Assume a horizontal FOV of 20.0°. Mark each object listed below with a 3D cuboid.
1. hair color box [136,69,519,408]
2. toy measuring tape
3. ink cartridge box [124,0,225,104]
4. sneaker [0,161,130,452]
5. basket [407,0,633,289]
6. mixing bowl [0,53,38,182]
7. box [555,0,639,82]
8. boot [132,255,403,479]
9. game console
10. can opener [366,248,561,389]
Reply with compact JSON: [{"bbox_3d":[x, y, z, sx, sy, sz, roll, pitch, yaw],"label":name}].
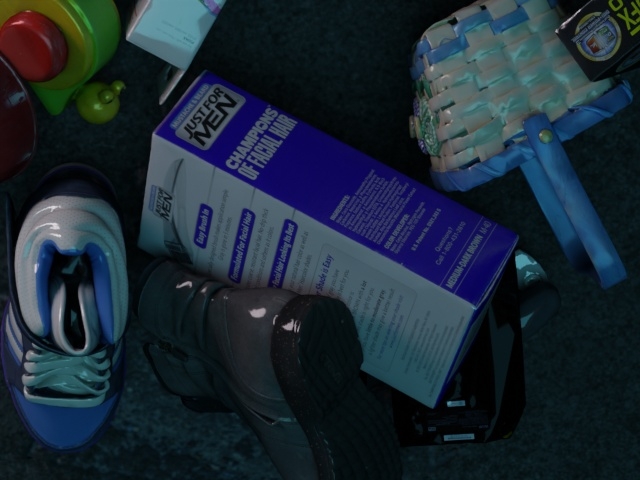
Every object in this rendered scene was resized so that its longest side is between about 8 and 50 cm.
[{"bbox_3d":[0.000,0.000,1.715,0.339,0.110,0.185,27,144,8],"label":"hair color box"},{"bbox_3d":[-0.281,-0.252,1.697,0.121,0.121,0.330,-32,104,7],"label":"toy measuring tape"},{"bbox_3d":[-0.129,-0.237,1.715,0.067,0.115,0.198,27,105,-15],"label":"ink cartridge box"},{"bbox_3d":[-0.250,0.098,1.761,0.130,0.236,0.323,4,109,-7],"label":"sneaker"},{"bbox_3d":[0.202,-0.093,1.733,0.201,0.255,0.289,-31,92,1],"label":"basket"},{"bbox_3d":[-0.369,-0.106,1.707,0.181,0.098,0.181,14,127,19],"label":"mixing bowl"},{"bbox_3d":[0.352,-0.242,1.636,0.216,0.270,0.060,-40,80,29],"label":"box"},{"bbox_3d":[-0.052,0.164,1.783,0.223,0.118,0.338,12,128,35],"label":"boot"},{"bbox_3d":[0.024,0.103,1.840,0.361,0.044,0.213,-4,92,12],"label":"game console"},{"bbox_3d":[0.109,0.099,1.869,0.283,0.095,0.076,-25,110,4],"label":"can opener"}]
